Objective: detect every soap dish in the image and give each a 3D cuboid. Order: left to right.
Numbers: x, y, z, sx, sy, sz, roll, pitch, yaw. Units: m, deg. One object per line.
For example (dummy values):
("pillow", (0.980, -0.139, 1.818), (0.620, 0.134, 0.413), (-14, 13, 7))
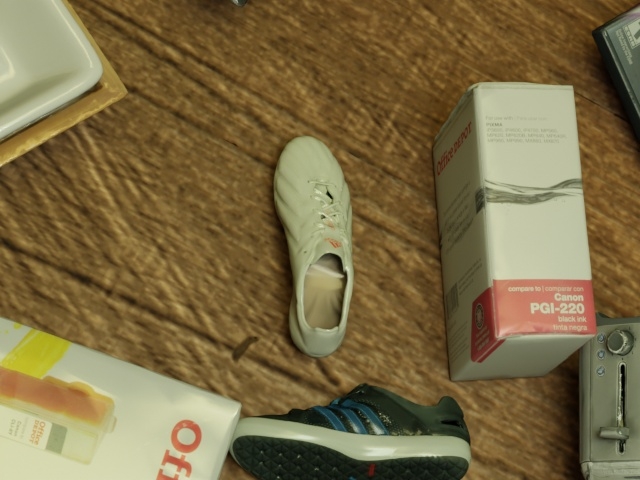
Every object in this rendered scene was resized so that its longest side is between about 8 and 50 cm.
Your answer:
("soap dish", (-0.333, -0.174, 1.606), (0.229, 0.118, 0.291), (-32, 83, -19))

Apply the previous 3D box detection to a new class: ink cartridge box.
("ink cartridge box", (-0.283, 0.198, 1.479), (0.385, 0.160, 0.279), (20, 70, -6))
("ink cartridge box", (0.158, -0.006, 1.641), (0.092, 0.158, 0.217), (-2, 74, -11))

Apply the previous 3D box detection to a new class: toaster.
("toaster", (0.304, 0.148, 1.626), (0.227, 0.129, 0.146), (22, 69, -45))

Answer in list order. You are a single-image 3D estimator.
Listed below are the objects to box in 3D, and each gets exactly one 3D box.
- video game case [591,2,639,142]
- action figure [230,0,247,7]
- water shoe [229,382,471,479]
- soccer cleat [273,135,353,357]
("video game case", (0.392, -0.164, 1.779), (0.274, 0.026, 0.196), (-31, 104, -18))
("action figure", (-0.009, -0.345, 1.696), (0.341, 0.178, 0.330), (20, 73, 30))
("water shoe", (0.022, 0.160, 1.620), (0.203, 0.073, 0.080), (8, 45, -10))
("soccer cleat", (0.000, 0.000, 1.648), (0.068, 0.076, 0.196), (0, 73, -12))
